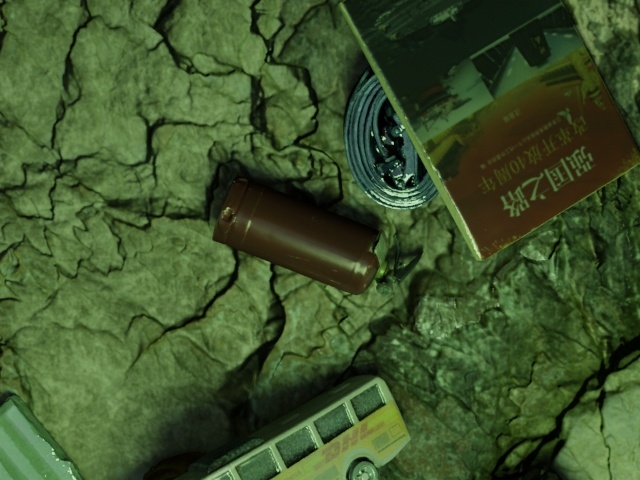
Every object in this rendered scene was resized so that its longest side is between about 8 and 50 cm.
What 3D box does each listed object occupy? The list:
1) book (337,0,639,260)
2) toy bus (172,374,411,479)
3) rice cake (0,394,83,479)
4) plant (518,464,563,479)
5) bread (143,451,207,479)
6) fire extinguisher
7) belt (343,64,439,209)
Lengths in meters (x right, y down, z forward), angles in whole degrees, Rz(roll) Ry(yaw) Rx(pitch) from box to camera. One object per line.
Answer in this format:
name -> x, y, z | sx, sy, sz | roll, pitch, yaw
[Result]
book -> 0.219, -0.198, 1.624 | 0.262, 0.028, 0.374 | -31, 98, -13
toy bus -> -0.039, 0.298, 1.655 | 0.342, 0.097, 0.138 | -26, 97, -30
rice cake -> -0.398, 0.339, 1.808 | 0.127, 0.043, 0.237 | -38, 97, 9
plant -> 0.323, 0.408, 1.728 | 0.129, 0.132, 0.194 | -34, 92, 13
bread -> -0.190, 0.362, 1.731 | 0.132, 0.172, 0.103 | -21, 106, 7
fire extinguisher -> 0.000, 0.000, 1.690 | 0.269, 0.105, 0.105 | 21, 102, 0
belt -> 0.100, -0.137, 1.657 | 0.141, 0.082, 0.190 | -5, 100, -1
